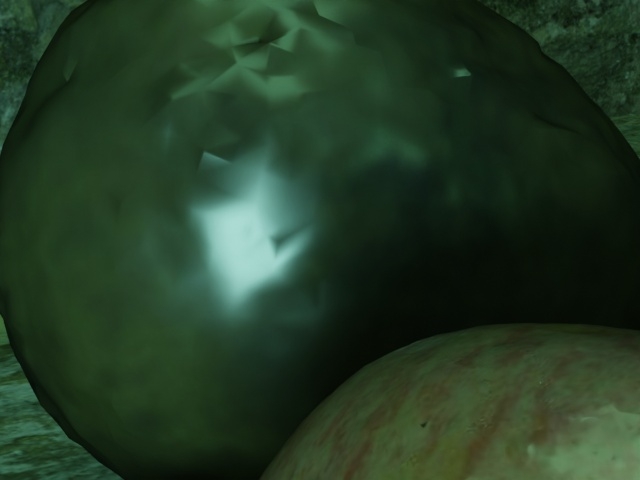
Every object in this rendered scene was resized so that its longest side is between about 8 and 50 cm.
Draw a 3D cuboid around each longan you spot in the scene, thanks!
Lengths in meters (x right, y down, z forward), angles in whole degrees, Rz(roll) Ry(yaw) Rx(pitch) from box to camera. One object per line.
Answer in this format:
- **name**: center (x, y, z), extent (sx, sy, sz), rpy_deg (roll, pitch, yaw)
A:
- **longan**: center (-0.009, 0.004, 1.203), extent (0.436, 0.404, 0.404), rpy_deg (27, 0, -25)

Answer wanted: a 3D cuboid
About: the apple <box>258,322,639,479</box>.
- **apple**: center (0.120, 0.166, 0.704), extent (0.344, 0.269, 0.345), rpy_deg (-2, -4, 0)
